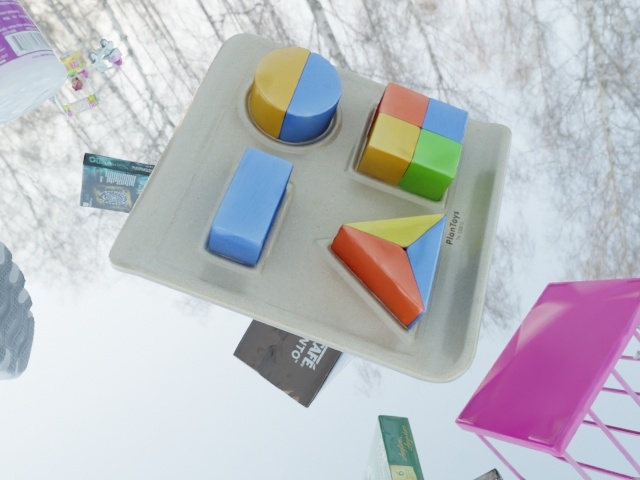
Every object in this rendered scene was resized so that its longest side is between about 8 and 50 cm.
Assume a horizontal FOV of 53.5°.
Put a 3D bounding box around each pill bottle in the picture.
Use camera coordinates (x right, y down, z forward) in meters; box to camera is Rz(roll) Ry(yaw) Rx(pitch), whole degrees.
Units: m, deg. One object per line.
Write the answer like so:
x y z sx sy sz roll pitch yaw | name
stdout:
-0.545 -0.340 0.968 0.169 0.301 0.169 -33 -171 6 | pill bottle

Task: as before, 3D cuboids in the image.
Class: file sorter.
0.389 0.223 0.930 0.291 0.182 0.202 -49 -166 -21 | file sorter

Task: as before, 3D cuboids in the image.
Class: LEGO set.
-0.529 -0.319 1.302 0.287 0.107 0.132 -3 -144 34 | LEGO set

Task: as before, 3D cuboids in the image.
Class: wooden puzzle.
0.011 -0.063 0.631 0.347 0.080 0.322 18 -120 1 | wooden puzzle

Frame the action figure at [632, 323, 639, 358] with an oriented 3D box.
0.438 0.131 0.698 0.141 0.164 0.275 -49 174 34 | action figure

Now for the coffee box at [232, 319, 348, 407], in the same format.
0.015 0.099 0.895 0.119 0.297 0.168 33 -80 12 | coffee box

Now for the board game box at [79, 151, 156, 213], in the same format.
-0.371 -0.098 1.158 0.126 0.186 0.026 9 -112 -20 | board game box

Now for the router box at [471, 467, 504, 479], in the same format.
0.189 0.403 0.831 0.179 0.133 0.046 -31 180 5 | router box

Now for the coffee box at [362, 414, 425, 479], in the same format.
0.075 0.310 0.737 0.040 0.184 0.113 7 -157 -6 | coffee box

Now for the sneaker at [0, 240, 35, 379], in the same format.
-0.326 0.019 0.457 0.115 0.281 0.105 -20 -135 13 | sneaker
